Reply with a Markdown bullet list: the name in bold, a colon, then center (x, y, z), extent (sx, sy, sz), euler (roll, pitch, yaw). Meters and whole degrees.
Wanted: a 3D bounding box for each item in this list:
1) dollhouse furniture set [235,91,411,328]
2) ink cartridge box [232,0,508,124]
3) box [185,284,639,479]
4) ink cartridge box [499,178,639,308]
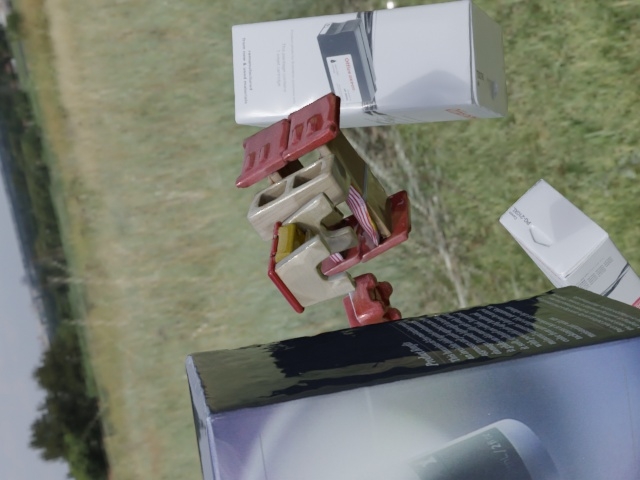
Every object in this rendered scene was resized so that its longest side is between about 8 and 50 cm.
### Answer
- **dollhouse furniture set**: center (0.000, 0.000, 1.267), extent (0.201, 0.152, 0.374), euler (53, -157, -26)
- **ink cartridge box**: center (0.091, -0.278, 1.703), extent (0.285, 0.394, 0.166), euler (-9, -83, -70)
- **box**: center (0.081, 0.207, 0.675), extent (0.183, 0.293, 0.297), euler (-150, 51, -79)
- **ink cartridge box**: center (0.413, 0.032, 1.646), extent (0.237, 0.100, 0.172), euler (41, -174, -45)
